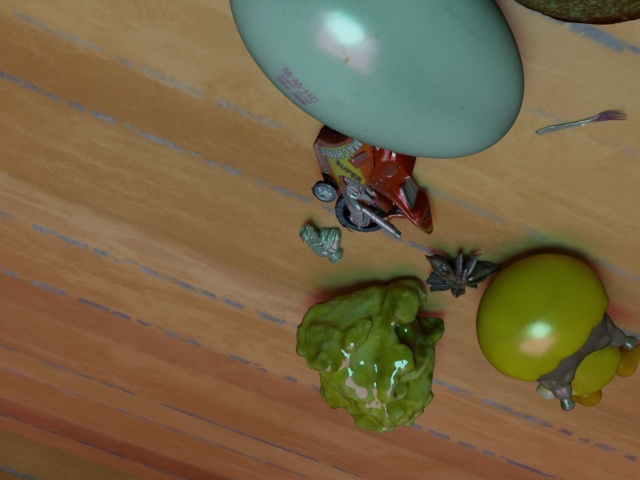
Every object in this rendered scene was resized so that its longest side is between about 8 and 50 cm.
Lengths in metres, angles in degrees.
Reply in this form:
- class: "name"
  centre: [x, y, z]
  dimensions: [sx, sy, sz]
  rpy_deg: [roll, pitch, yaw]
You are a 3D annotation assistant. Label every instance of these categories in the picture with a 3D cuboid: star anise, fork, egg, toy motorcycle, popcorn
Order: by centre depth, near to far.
- class: "egg"
  centre: [0.072, -0.222, 0.706]
  dimensions: [0.371, 0.230, 0.230]
  rpy_deg: [29, 136, -20]
- class: "fork"
  centre: [0.347, -0.156, 0.854]
  dimensions: [0.115, 0.012, 0.016]
  rpy_deg: [-8, 128, 30]
- class: "toy motorcycle"
  centre: [0.070, -0.118, 0.915]
  dimensions: [0.171, 0.089, 0.298]
  rpy_deg: [-4, 134, 19]
- class: "star anise"
  centre: [0.221, 0.050, 1.065]
  dimensions: [0.129, 0.056, 0.124]
  rpy_deg: [22, 136, -29]
- class: "popcorn"
  centre: [0.099, 0.208, 1.143]
  dimensions: [0.241, 0.235, 0.250]
  rpy_deg: [-9, 114, 26]

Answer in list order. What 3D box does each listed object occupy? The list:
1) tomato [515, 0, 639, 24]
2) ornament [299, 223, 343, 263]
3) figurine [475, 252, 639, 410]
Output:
- class: "tomato"
  centre: [0.239, -0.329, 0.538]
  dimensions: [0.239, 0.303, 0.303]
  rpy_deg: [-4, 136, 42]
- class: "ornament"
  centre: [0.002, 0.002, 1.097]
  dimensions: [0.092, 0.041, 0.068]
  rpy_deg: [20, 143, -18]
- class: "figurine"
  centre: [0.399, 0.157, 1.048]
  dimensions: [0.343, 0.215, 0.187]
  rpy_deg: [34, 180, -34]
